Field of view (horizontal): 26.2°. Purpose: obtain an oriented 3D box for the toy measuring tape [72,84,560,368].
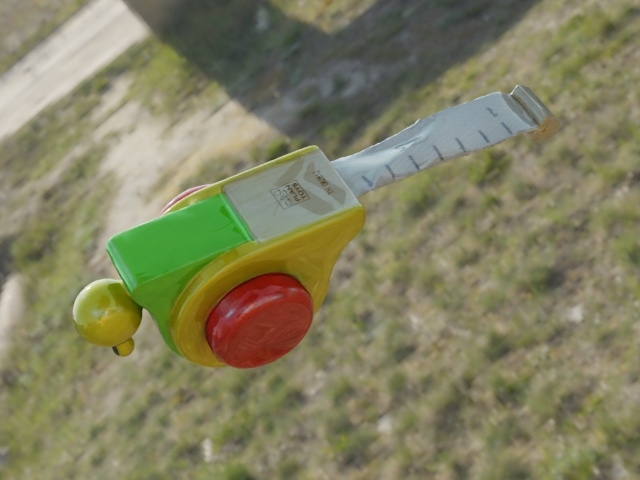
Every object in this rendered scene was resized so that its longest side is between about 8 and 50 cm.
[{"bbox_3d":[0.000,0.000,0.878,0.330,0.121,0.121,-23,14,-17],"label":"toy measuring tape"}]
